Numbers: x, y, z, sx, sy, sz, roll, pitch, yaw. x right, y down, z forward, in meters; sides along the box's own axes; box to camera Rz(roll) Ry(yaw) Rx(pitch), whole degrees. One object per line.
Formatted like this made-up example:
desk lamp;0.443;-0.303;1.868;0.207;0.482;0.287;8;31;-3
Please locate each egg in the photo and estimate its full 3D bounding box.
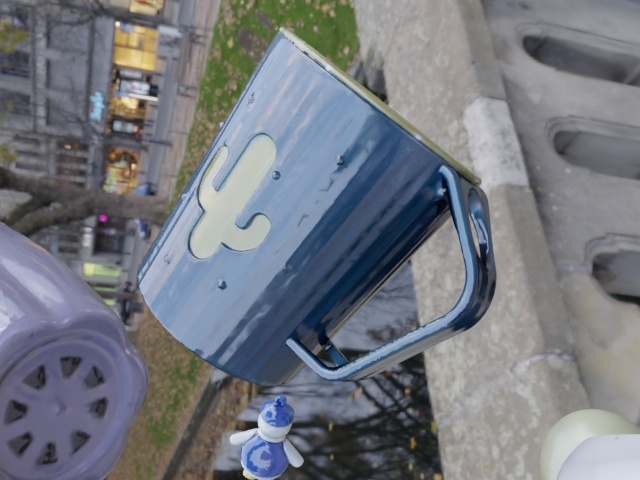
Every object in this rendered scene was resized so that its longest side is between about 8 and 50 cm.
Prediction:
egg;0.461;0.392;1.111;0.253;0.189;0.188;60;165;-9

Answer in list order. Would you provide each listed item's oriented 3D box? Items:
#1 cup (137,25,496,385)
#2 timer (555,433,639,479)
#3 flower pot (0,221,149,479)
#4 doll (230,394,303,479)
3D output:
cup;0.000;0.000;0.367;0.155;0.131;0.176;-51;59;14
timer;0.320;0.304;0.550;0.285;0.285;0.284;-173;90;-73
flower pot;-0.306;0.117;0.636;0.243;0.265;0.264;12;96;40
doll;-0.065;0.252;0.878;0.057;0.099;0.142;-64;-10;-63
